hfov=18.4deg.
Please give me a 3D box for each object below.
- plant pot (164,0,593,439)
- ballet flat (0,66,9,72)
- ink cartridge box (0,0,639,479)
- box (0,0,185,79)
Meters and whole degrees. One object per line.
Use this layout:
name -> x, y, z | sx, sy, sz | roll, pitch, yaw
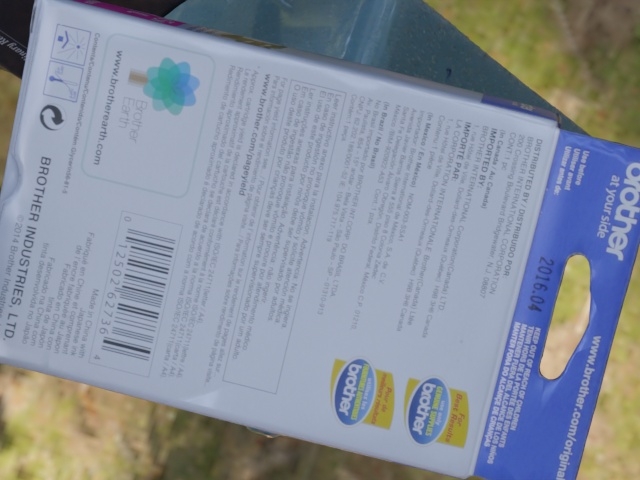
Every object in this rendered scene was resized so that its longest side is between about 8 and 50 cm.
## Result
plant pot -> 0.000, 0.000, 1.328 | 0.247, 0.248, 0.252 | 3, 67, 47
ballet flat -> -0.236, -0.172, 1.716 | 0.058, 0.250, 0.084 | 33, 105, 54
ink cartridge box -> -0.004, 0.002, 0.979 | 0.065, 0.311, 0.185 | -44, -33, -78
box -> -0.140, -0.202, 1.134 | 0.207, 0.153, 0.108 | -32, 47, 22
